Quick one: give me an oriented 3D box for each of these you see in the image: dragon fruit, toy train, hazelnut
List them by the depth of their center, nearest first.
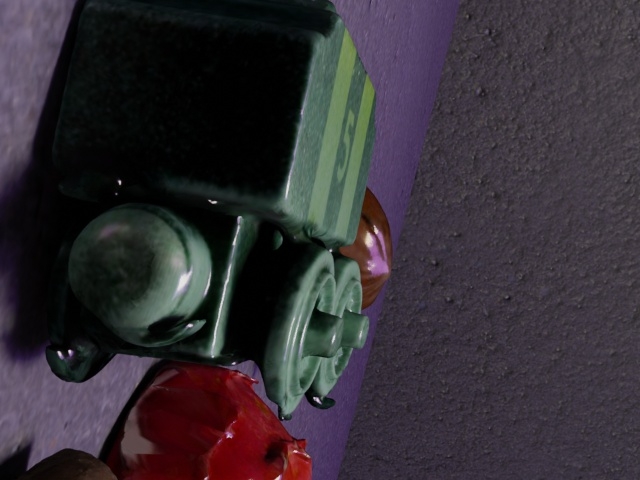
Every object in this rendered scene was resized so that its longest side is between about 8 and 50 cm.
[{"bbox_3d":[-0.046,-0.020,0.548,0.299,0.166,0.238,18,83,-81],"label":"toy train"},{"bbox_3d":[-0.099,0.202,0.714,0.189,0.163,0.262,62,39,-36],"label":"dragon fruit"},{"bbox_3d":[0.000,0.000,0.861,0.150,0.150,0.150,17,90,-80],"label":"hazelnut"}]

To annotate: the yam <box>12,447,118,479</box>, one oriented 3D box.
[{"bbox_3d":[-0.158,0.167,0.474,0.127,0.084,0.084,-15,121,-75],"label":"yam"}]
